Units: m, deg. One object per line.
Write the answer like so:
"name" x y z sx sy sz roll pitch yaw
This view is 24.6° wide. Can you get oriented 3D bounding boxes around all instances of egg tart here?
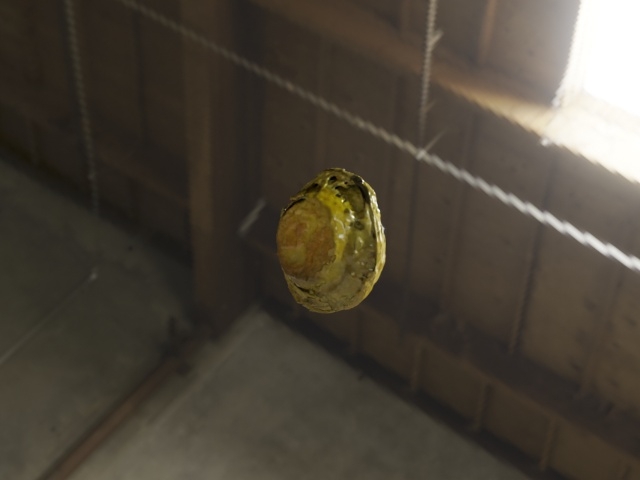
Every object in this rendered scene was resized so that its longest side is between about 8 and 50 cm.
"egg tart" 0.000 0.000 1.272 0.130 0.052 0.130 -1 -92 47
